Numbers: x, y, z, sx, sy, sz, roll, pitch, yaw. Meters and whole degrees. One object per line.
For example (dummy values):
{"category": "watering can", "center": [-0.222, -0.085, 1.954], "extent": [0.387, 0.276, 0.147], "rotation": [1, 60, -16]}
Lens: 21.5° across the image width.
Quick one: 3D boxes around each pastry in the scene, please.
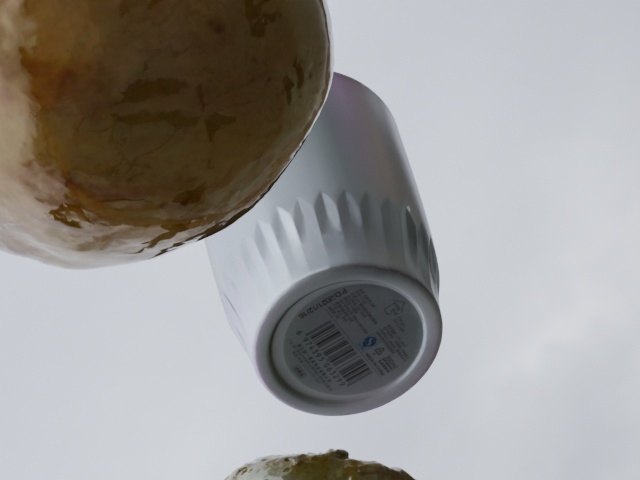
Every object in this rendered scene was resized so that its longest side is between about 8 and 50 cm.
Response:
{"category": "pastry", "center": [0.007, 0.358, 2.120], "extent": [0.330, 0.329, 0.136], "rotation": [64, -149, -56]}

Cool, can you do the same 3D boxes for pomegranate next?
{"category": "pomegranate", "center": [-0.149, -0.148, 1.123], "extent": [0.338, 0.338, 0.338], "rotation": [12, -90, -67]}

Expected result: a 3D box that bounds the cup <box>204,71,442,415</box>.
{"category": "cup", "center": [0.000, 0.000, 1.859], "extent": [0.372, 0.253, 0.253], "rotation": [-107, 9, -52]}
